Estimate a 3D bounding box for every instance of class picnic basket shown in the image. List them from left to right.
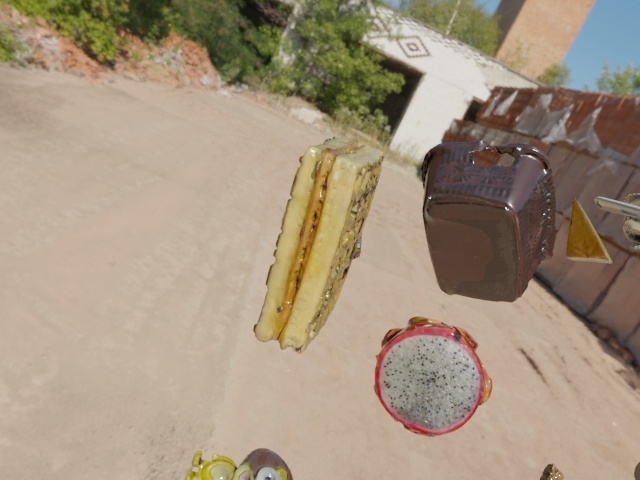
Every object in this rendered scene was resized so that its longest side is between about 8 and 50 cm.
[{"bbox_3d":[0.276,-0.012,0.840,0.223,0.296,0.129,6,50,28],"label":"picnic basket"}]

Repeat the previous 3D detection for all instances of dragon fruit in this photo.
[{"bbox_3d":[0.294,0.351,1.343,0.306,0.305,0.226,28,3,10],"label":"dragon fruit"}]

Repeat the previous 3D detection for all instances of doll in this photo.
[{"bbox_3d":[-0.126,0.413,0.804,0.188,0.096,0.145,9,47,-22],"label":"doll"}]

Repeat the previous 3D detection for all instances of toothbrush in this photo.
[{"bbox_3d":[0.569,-0.033,0.845,0.040,0.040,0.386,23,11,-6],"label":"toothbrush"}]

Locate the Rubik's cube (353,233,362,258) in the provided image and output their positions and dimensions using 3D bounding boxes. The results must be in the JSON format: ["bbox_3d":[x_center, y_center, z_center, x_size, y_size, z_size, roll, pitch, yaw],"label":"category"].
[{"bbox_3d":[0.057,0.004,1.252,0.111,0.111,0.093,14,25,-33],"label":"Rubik's cube"}]

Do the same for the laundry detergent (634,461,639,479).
[{"bbox_3d":[0.568,0.367,0.742,0.237,0.076,0.171,24,20,0],"label":"laundry detergent"}]

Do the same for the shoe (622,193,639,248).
[{"bbox_3d":[0.805,-0.049,1.250,0.089,0.092,0.180,13,-17,30],"label":"shoe"}]

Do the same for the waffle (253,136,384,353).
[{"bbox_3d":[-0.001,0.000,0.934,0.114,0.375,0.261,22,21,12],"label":"waffle"}]

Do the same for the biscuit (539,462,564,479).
[{"bbox_3d":[0.684,0.784,1.517,0.064,0.199,0.034,45,-27,-4],"label":"biscuit"}]

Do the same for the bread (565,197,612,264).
[{"bbox_3d":[0.601,-0.023,1.099,0.084,0.139,0.074,4,-9,39],"label":"bread"}]
